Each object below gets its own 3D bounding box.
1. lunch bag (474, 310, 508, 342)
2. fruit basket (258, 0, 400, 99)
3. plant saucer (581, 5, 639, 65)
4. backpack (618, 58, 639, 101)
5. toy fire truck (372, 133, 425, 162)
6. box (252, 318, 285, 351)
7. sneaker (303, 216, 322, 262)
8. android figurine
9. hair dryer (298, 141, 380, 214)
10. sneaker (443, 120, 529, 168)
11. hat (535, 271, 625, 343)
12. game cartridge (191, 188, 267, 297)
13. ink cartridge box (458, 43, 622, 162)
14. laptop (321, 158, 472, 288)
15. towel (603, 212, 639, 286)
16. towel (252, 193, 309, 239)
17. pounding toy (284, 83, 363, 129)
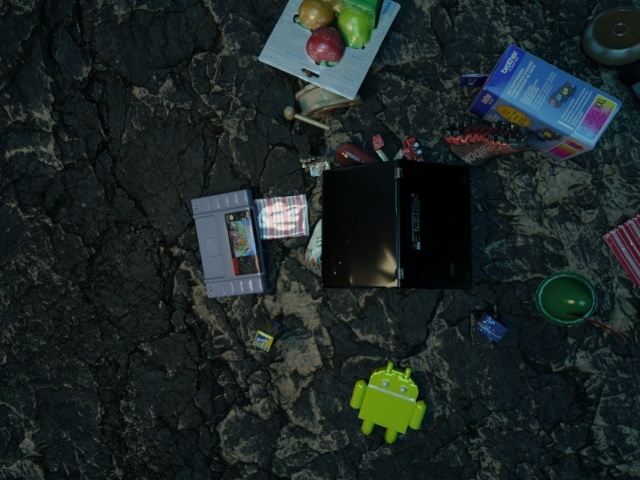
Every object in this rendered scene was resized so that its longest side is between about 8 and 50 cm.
[{"bbox_3d":[0.549,0.282,1.668,0.098,0.067,0.065,35,100,4],"label":"lunch bag"},{"bbox_3d":[0.030,-0.639,1.606,0.327,0.165,0.353,24,87,7],"label":"fruit basket"},{"bbox_3d":[0.869,-0.605,1.511,0.198,0.036,0.198,-6,73,19],"label":"plant saucer"},{"bbox_3d":[1.070,-0.388,1.441,0.290,0.273,0.355,-26,100,7],"label":"backpack"},{"bbox_3d":[0.258,-0.265,1.673,0.135,0.047,0.192,-23,90,1],"label":"toy fire truck"},{"bbox_3d":[-0.170,0.316,1.750,0.059,0.169,0.054,24,98,7],"label":"box"},{"bbox_3d":[0.000,0.000,1.757,0.075,0.057,0.161,20,97,-9],"label":"sneaker"},{"bbox_3d":[0.231,0.543,1.756,0.248,0.056,0.273,19,100,8],"label":"android figurine"},{"bbox_3d":[0.085,-0.215,1.721,0.293,0.080,0.223,-9,113,14],"label":"hair dryer"},{"bbox_3d":[0.500,-0.282,1.560,0.097,0.276,0.135,-41,124,-25],"label":"sneaker"},{"bbox_3d":[0.774,0.193,1.559,0.208,0.183,0.173,3,95,10],"label":"hat"},{"bbox_3d":[-0.312,0.013,1.792,0.230,0.068,0.355,-8,93,24],"label":"game cartridge"},{"bbox_3d":[0.597,-0.399,1.497,0.395,0.270,0.151,33,94,6],"label":"ink cartridge box"},{"bbox_3d":[0.235,-0.040,1.628,0.408,0.236,0.382,2,85,-22],"label":"laptop"},{"bbox_3d":[1.031,-0.009,1.575,0.275,0.031,0.199,-34,90,13],"label":"towel"},{"bbox_3d":[-0.138,-0.079,1.782,0.197,0.029,0.144,-5,95,11],"label":"towel"},{"bbox_3d":[0.012,-0.420,1.675,0.269,0.154,0.155,-15,92,-8],"label":"pounding toy"}]
